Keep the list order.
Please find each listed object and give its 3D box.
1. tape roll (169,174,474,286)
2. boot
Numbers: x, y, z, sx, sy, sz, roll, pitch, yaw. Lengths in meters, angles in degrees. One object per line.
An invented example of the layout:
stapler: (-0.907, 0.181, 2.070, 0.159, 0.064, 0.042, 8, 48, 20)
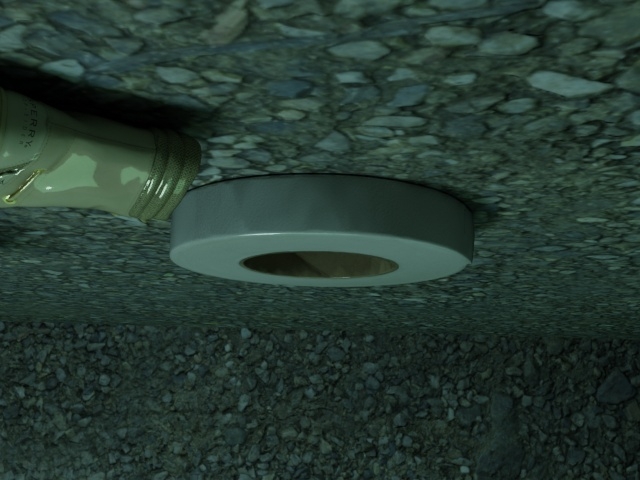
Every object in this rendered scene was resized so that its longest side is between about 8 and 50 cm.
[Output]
tape roll: (0.000, 0.000, 1.036, 0.391, 0.072, 0.392, 2, 168, 0)
boot: (-0.245, -0.059, 0.731, 0.203, 0.095, 0.262, 8, 162, -33)
